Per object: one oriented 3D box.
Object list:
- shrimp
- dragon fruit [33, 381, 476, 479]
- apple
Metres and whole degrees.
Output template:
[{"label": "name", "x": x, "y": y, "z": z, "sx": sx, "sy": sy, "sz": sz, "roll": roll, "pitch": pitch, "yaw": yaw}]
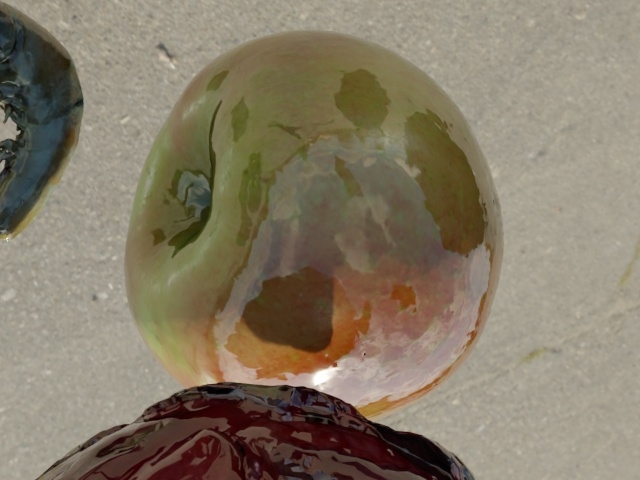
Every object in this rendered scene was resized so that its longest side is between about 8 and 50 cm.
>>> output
[{"label": "shrimp", "x": -0.203, "y": -0.069, "z": 0.443, "sx": 0.195, "sy": 0.035, "sz": 0.147, "roll": 35, "pitch": 71, "yaw": -53}, {"label": "dragon fruit", "x": -0.033, "y": 0.224, "z": 0.424, "sx": 0.329, "sy": 0.329, "sz": 0.329, "roll": -21, "pitch": 137, "yaw": -21}, {"label": "apple", "x": 0.000, "y": 0.000, "z": 0.696, "sx": 0.277, "sy": 0.319, "sz": 0.319, "roll": 19, "pitch": 114, "yaw": -31}]
